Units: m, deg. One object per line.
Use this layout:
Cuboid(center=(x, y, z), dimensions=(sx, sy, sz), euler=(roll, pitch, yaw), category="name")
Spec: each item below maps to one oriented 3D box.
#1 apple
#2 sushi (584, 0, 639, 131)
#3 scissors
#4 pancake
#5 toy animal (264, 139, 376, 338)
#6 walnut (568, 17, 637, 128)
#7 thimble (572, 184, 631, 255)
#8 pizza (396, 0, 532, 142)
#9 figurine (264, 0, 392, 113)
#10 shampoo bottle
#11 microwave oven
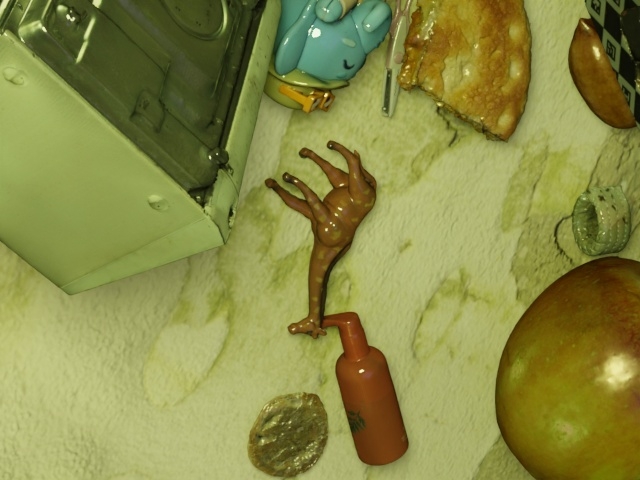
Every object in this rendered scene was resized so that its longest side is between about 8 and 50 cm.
Cuboid(center=(0.450, 0.220, 1.873), dimensions=(0.384, 0.374, 0.374), euler=(-24, 126, -63), category="apple")
Cuboid(center=(0.479, -0.284, 1.746), dimensions=(0.219, 0.047, 0.231), euler=(-43, 111, -45), category="sushi")
Cuboid(center=(0.103, -0.256, 1.672), dimensions=(0.085, 0.022, 0.176), euler=(0, 105, -34), category="scissors")
Cuboid(center=(-0.047, 0.284, 1.792), dimensions=(0.139, 0.022, 0.139), euler=(-10, 113, -24), category="pancake")
Cuboid(center=(0.000, 0.000, 1.688), dimensions=(0.224, 0.066, 0.229), euler=(-39, 116, -6), category="toy animal")
Cuboid(center=(0.425, -0.248, 1.794), dimensions=(0.116, 0.116, 0.207), euler=(-45, 121, -6), category="walnut")
Cuboid(center=(0.434, -0.032, 1.886), dimensions=(0.062, 0.084, 0.110), euler=(-9, 114, -24), category="thimble")
Cuboid(center=(0.189, -0.273, 1.668), dimensions=(0.226, 0.086, 0.335), euler=(-29, 119, -23), category="pizza")
Cuboid(center=(0.008, -0.281, 1.517), dimensions=(0.154, 0.180, 0.262), euler=(17, 121, -14), category="figurine")
Cuboid(center=(0.065, 0.213, 1.791), dimensions=(0.085, 0.085, 0.244), euler=(-25, 115, -17), category="shampoo bottle")
Cuboid(center=(-0.222, -0.196, 1.277), dimensions=(0.247, 0.394, 0.333), euler=(-23, 129, 30), category="microwave oven")
